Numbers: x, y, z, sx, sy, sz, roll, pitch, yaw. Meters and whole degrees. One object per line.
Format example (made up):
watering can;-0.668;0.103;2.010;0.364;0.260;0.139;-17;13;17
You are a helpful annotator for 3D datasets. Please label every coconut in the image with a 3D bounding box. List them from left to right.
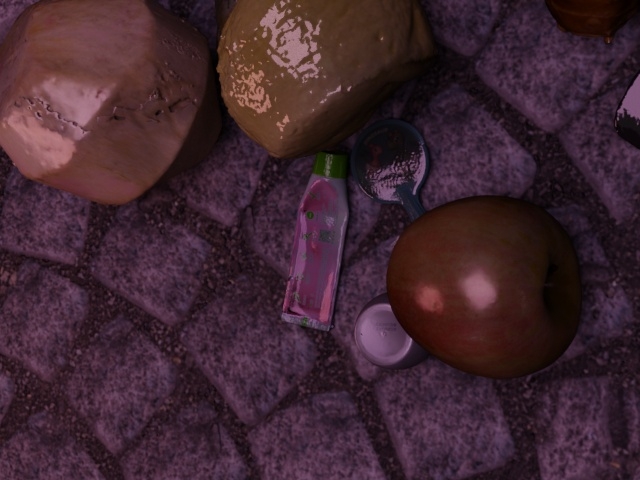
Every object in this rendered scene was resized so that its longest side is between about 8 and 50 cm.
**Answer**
coconut;-0.311;-0.208;1.763;0.353;0.353;0.352;0;91;22

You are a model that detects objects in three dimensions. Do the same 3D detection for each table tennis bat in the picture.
table tennis bat;0.121;-0.087;1.742;0.124;0.033;0.201;-32;74;20

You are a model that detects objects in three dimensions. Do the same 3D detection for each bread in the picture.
bread;0.002;-0.267;1.630;0.320;0.320;0.237;-39;79;17

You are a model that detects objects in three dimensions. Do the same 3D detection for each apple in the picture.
apple;0.221;0.064;1.586;0.234;0.257;0.256;-7;88;33

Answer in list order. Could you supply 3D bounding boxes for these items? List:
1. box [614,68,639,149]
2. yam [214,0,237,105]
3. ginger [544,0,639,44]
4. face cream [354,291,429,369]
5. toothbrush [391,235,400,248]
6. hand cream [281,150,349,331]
box;0.525;-0.194;1.574;0.201;0.042;0.212;33;103;18
yam;-0.109;-0.306;1.790;0.107;0.107;0.194;-1;91;22
ginger;0.334;-0.447;1.525;0.153;0.274;0.357;-18;83;4
face cream;0.108;0.132;1.707;0.117;0.104;0.117;1;91;23
toothbrush;0.190;0.095;1.721;0.024;0.018;0.257;-45;75;19
hand cream;0.000;0.000;1.787;0.079;0.050;0.275;18;104;46
